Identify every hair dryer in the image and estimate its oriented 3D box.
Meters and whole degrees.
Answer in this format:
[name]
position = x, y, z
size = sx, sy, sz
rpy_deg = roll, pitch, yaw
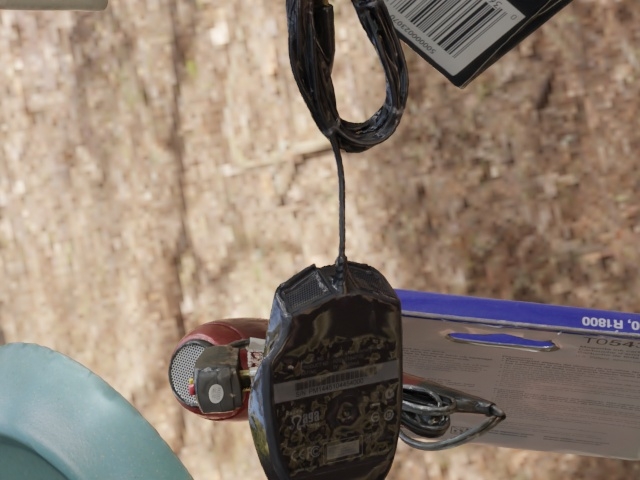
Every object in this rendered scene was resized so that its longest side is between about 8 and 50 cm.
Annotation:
[hair dryer]
position = -0.002, 0.115, 1.164
size = 0.293, 0.223, 0.080
rpy_deg = -136, 60, -79

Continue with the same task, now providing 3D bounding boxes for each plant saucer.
[plant saucer]
position = -0.072, 0.087, 0.474
size = 0.119, 0.021, 0.119
rpy_deg = 29, 137, 31

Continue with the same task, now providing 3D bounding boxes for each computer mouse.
[computer mouse]
position = 0.000, 0.000, 0.658
size = 0.041, 0.071, 0.242
rpy_deg = 22, 114, 58

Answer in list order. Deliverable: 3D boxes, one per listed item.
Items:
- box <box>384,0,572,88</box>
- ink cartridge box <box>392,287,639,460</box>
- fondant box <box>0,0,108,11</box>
[box]
position = 0.087, -0.249, 0.946
size = 0.143, 0.165, 0.270
rpy_deg = -37, 24, 34
[ink cartridge box]
position = 0.152, 0.104, 1.387
size = 0.330, 0.324, 0.071
rpy_deg = 89, -173, -64
[fondant box]
position = -0.201, -0.273, 0.705
size = 0.096, 0.238, 0.330
rpy_deg = 22, 111, 44
